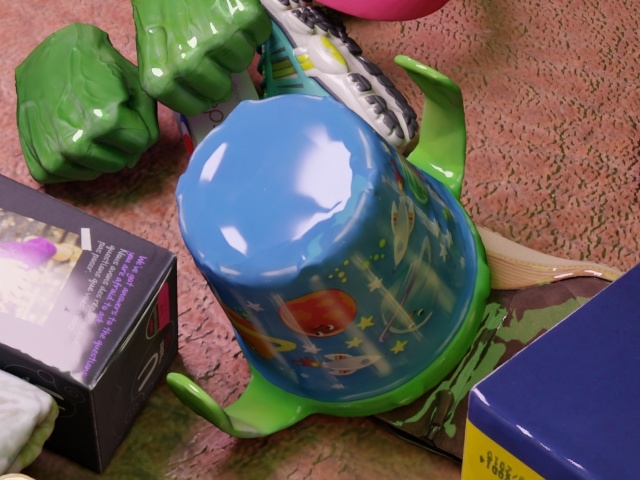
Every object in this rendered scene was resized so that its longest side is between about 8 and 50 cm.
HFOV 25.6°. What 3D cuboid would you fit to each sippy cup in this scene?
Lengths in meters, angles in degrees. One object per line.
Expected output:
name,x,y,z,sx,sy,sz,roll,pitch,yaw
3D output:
sippy cup,0.000,0.000,1.144,0.240,0.224,0.305,-7,63,18

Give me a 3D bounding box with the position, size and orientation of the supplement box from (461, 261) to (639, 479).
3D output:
supplement box,0.221,0.225,0.952,0.195,0.356,0.194,-31,49,-32

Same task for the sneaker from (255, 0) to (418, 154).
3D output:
sneaker,-0.026,-0.166,1.346,0.275,0.110,0.107,55,25,19

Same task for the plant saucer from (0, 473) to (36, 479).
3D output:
plant saucer,-0.138,0.367,0.934,0.333,0.081,0.333,19,66,11

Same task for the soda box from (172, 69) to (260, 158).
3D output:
soda box,-0.103,-0.133,1.350,0.074,0.069,0.216,-15,62,-13

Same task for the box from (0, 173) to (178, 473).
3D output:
box,-0.266,0.050,1.167,0.270,0.165,0.143,25,59,10

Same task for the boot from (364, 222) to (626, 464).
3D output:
boot,0.180,0.111,1.231,0.248,0.090,0.207,21,71,7

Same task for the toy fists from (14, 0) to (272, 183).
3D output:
toy fists,-0.164,-0.151,1.279,0.279,0.096,0.142,-32,48,18

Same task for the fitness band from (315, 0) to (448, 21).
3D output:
fitness band,0.007,-0.311,1.380,0.291,0.054,0.209,31,39,15

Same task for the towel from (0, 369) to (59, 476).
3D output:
towel,-0.421,0.200,1.009,0.320,0.090,0.374,24,56,11
